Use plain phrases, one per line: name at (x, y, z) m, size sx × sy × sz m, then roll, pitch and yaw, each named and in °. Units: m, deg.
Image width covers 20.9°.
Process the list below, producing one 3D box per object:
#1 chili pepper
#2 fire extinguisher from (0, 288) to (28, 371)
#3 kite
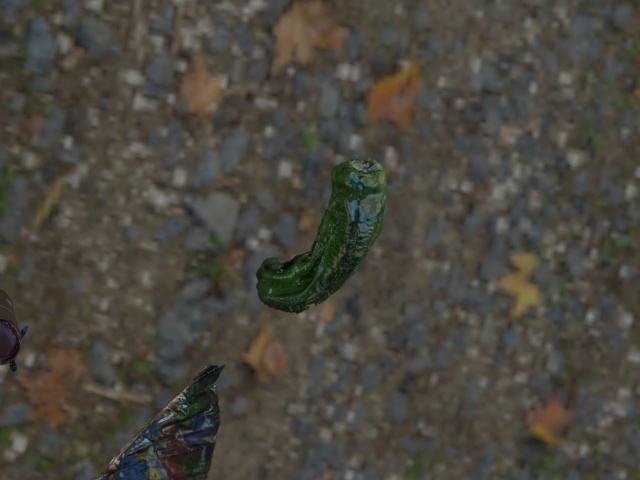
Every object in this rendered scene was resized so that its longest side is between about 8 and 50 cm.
chili pepper at (0.002, 0.008, 0.872) m, size 0.035 × 0.118 × 0.055 m, roll 14°, pitch 54°, yaw -21°
fire extinguisher at (-0.257, 0.063, 1.369) m, size 0.039 × 0.132 × 0.056 m, roll -39°, pitch 108°, yaw -3°
kite at (-0.097, 0.192, 1.148) m, size 0.009 × 0.189 × 0.232 m, roll 7°, pitch 93°, yaw -44°
